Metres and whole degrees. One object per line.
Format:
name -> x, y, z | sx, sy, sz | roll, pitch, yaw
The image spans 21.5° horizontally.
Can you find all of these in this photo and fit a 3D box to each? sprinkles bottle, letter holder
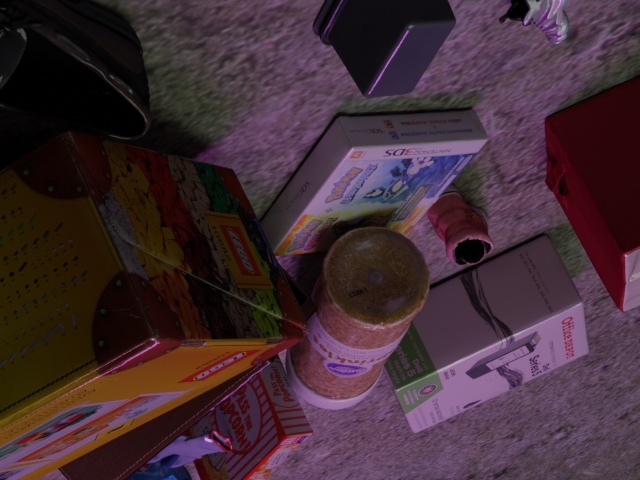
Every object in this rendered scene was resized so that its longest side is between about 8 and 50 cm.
sprinkles bottle -> 0.037, 0.097, 1.964 | 0.121, 0.121, 0.355 | -18, 163, -14
letter holder -> -0.196, 0.104, 1.833 | 0.302, 0.214, 0.152 | -40, -177, 28

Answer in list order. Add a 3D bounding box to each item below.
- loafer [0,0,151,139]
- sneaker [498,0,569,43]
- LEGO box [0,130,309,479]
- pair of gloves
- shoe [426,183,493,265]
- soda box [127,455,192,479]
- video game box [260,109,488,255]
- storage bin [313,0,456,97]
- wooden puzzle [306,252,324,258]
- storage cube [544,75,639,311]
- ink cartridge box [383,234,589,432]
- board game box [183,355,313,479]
loafer -> -0.242, -0.149, 1.330 | 0.109, 0.095, 0.302 | -39, 151, 26
sneaker -> 0.209, -0.223, 1.667 | 0.069, 0.038, 0.098 | -20, 145, -6
LEGO box -> -0.313, 0.116, 1.546 | 0.500, 0.193, 0.372 | -29, 169, 14
pair of gloves -> -0.212, 0.229, 2.084 | 0.159, 0.023, 0.198 | -12, 141, 26
shoe -> 0.172, -0.002, 2.002 | 0.063, 0.081, 0.178 | -29, 154, 9
soda box -> -0.219, 0.334, 2.309 | 0.067, 0.071, 0.210 | -24, 155, -1
video game box -> 0.055, -0.062, 1.825 | 0.187, 0.048, 0.205 | -4, 148, -34
storage bin -> 0.069, -0.196, 1.525 | 0.098, 0.091, 0.135 | -9, 151, -31
wooden puzzle -> 0.000, 0.000, 1.939 | 0.049, 0.006, 0.083 | -32, 154, 15
storage cube -> 0.386, -0.062, 1.951 | 0.215, 0.193, 0.184 | -25, 155, -3
ink cartridge box -> 0.213, 0.128, 2.249 | 0.273, 0.115, 0.198 | -25, 155, 0
board game box -> -0.100, 0.231, 2.132 | 0.045, 0.147, 0.193 | -2, 146, -40
